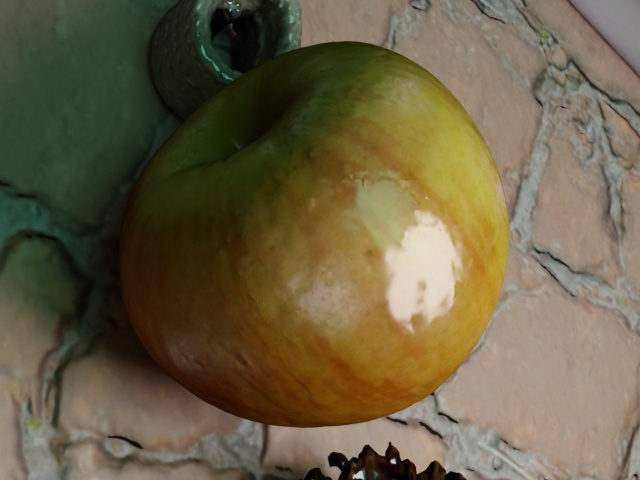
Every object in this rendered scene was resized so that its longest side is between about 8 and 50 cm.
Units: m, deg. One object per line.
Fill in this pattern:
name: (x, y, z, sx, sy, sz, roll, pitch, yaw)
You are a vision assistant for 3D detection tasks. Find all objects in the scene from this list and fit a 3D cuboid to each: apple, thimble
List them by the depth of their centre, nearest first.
apple: (0.000, 0.000, 0.915, 0.233, 0.286, 0.286, 51, 52, -27)
thimble: (-0.077, -0.156, 1.021, 0.102, 0.090, 0.115, 49, 54, -12)

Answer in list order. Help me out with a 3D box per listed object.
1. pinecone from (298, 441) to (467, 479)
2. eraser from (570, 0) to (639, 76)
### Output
pinecone: (0.077, 0.271, 0.934, 0.224, 0.224, 0.272, -34, 83, -39)
eraser: (0.403, -0.320, 1.427, 0.359, 0.122, 0.272, 42, 55, -21)
